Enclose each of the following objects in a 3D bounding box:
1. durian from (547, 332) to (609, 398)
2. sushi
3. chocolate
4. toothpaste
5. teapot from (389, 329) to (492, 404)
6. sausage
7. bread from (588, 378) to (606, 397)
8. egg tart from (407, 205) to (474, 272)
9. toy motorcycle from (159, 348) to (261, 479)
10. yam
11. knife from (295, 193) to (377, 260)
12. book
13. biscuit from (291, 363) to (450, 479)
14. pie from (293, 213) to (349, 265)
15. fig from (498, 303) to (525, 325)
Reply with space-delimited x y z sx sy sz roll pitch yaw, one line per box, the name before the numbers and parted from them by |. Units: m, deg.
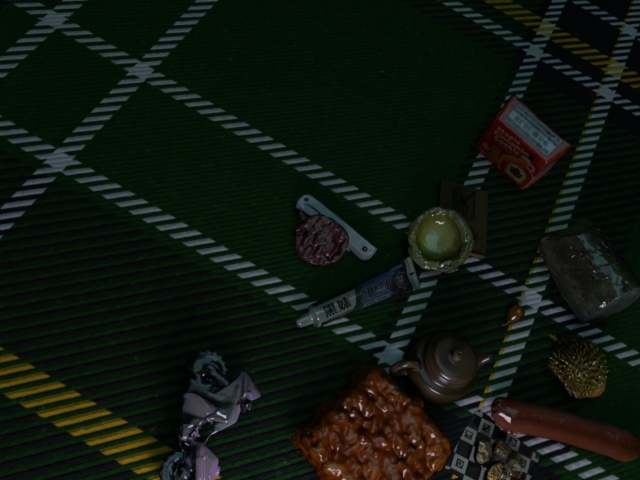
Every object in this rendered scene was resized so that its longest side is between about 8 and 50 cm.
durian | 0.696 0.320 1.859 0.146 0.102 0.208 -37 43 7
sushi | 0.451 0.558 1.724 0.210 0.040 0.192 36 60 4
chocolate | 0.614 -0.294 2.093 0.108 0.235 0.237 -41 80 -17
toothpaste | 0.105 0.151 1.818 0.392 0.061 0.098 -21 96 -24
teapot | 0.308 0.315 1.732 0.268 0.175 0.185 -2 63 -17
sausage | 0.641 0.494 1.782 0.419 0.094 0.094 15 20 -7
bread | 0.748 0.382 1.879 0.083 0.044 0.110 1 56 29
egg tart | 0.340 -0.001 1.925 0.197 0.078 0.197 -1 81 7
toy motorcycle | -0.244 0.419 1.544 0.188 0.143 0.327 14 69 -9
yam | 0.789 0.081 1.980 0.202 0.201 0.271 -20 64 -24
knife | 0.039 -0.034 1.908 0.266 0.040 0.073 37 72 4
book | 0.424 -0.068 2.039 0.161 0.026 0.230 14 62 -9
biscuit | 0.130 0.487 1.632 0.312 0.110 0.318 -37 79 -30
pie | 0.000 0.000 1.861 0.154 0.038 0.153 1 79 -5
fig | 0.541 0.217 1.922 0.083 0.050 0.050 -38 78 -10
